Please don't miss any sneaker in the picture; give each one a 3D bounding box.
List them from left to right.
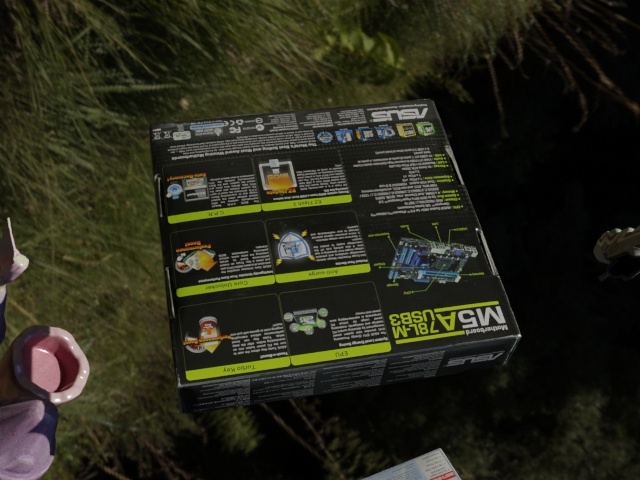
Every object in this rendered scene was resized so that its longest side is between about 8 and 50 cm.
[{"bbox_3d":[0.293,0.019,0.825,0.069,0.038,0.098,-43,-179,-23],"label":"sneaker"}]

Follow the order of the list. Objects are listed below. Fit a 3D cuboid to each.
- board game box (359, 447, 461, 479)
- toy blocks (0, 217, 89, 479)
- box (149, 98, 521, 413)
[{"bbox_3d":[0.096,0.464,1.108,0.318,0.318,0.066,-18,127,-13],"label":"board game box"},{"bbox_3d":[-0.237,0.173,0.497,0.260,0.289,0.309,-37,154,31],"label":"toy blocks"},{"bbox_3d":[0.000,0.000,0.497,0.190,0.184,0.045,-7,149,-10],"label":"box"}]
